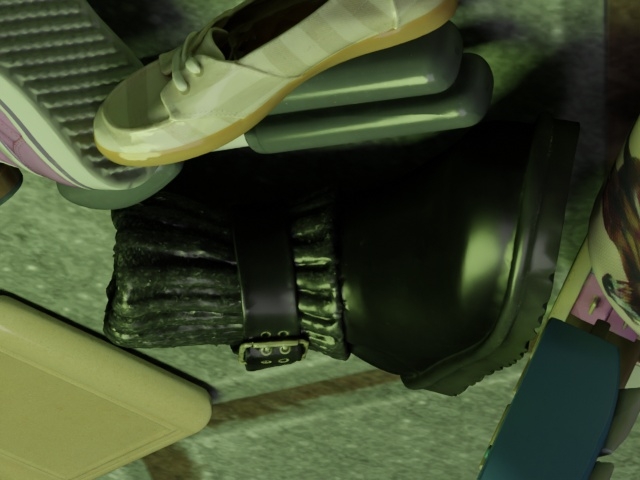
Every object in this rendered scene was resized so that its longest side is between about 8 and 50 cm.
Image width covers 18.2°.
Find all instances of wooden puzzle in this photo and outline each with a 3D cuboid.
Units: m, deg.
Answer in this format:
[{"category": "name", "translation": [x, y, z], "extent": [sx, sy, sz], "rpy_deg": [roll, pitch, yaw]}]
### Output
[{"category": "wooden puzzle", "translation": [-0.239, 0.130, 1.633], "extent": [0.221, 0.044, 0.238], "rpy_deg": [28, 140, -29]}]

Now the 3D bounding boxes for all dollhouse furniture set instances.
[{"category": "dollhouse furniture set", "translation": [0.201, 0.163, 1.276], "extent": [0.198, 0.303, 0.286], "rpy_deg": [25, 150, 7]}]

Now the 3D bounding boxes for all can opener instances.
[{"category": "can opener", "translation": [-0.036, -0.064, 1.197], "extent": [0.283, 0.095, 0.076], "rpy_deg": [-5, 148, 34]}]

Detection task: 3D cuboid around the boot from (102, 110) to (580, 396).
[{"category": "boot", "translation": [-0.001, 0.004, 1.248], "extent": [0.260, 0.131, 0.348], "rpy_deg": [13, 155, -8]}]

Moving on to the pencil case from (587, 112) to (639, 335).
[{"category": "pencil case", "translation": [0.261, -0.076, 1.024], "extent": [0.160, 0.183, 0.410], "rpy_deg": [10, 150, -4]}]

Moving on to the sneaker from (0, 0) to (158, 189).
[{"category": "sneaker", "translation": [-0.217, -0.136, 1.125], "extent": [0.161, 0.102, 0.282], "rpy_deg": [12, 143, 39]}]

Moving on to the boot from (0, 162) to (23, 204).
[{"category": "boot", "translation": [-0.303, -0.066, 1.309], "extent": [0.219, 0.082, 0.106], "rpy_deg": [-6, 125, 30]}]

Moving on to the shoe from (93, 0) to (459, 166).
[{"category": "shoe", "translation": [-0.032, -0.112, 1.100], "extent": [0.219, 0.076, 0.058], "rpy_deg": [-26, 133, 3]}]
